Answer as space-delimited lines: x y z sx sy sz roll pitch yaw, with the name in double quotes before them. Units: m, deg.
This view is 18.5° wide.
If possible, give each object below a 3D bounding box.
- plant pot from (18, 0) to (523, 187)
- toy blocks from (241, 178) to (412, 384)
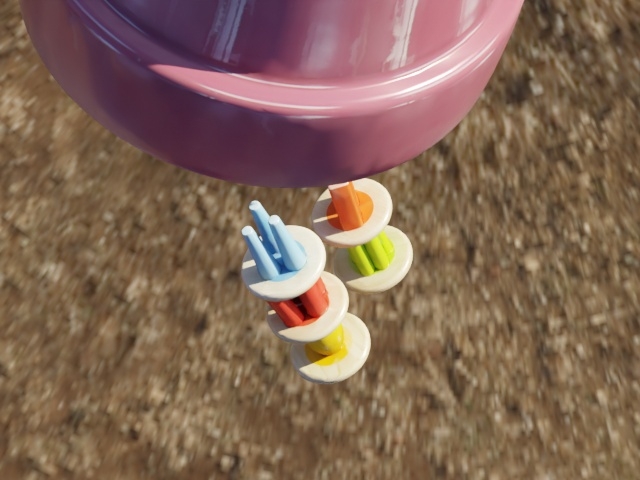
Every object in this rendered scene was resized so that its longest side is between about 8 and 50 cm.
"plant pot" -0.005 -0.149 0.724 0.201 0.201 0.180 18 144 -2
"toy blocks" 0.000 0.000 1.193 0.054 0.123 0.148 12 151 27
